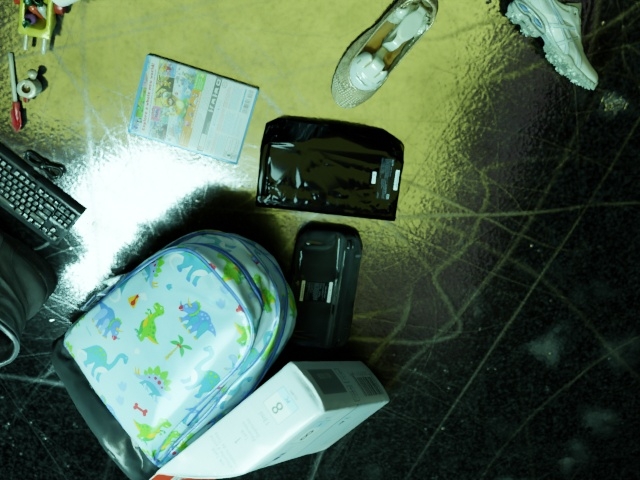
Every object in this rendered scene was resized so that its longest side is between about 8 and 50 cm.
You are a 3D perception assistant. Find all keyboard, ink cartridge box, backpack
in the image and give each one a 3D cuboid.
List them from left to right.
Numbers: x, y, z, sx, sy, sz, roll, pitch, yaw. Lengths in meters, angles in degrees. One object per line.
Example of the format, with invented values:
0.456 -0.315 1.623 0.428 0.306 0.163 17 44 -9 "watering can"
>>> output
-0.439 -0.082 1.207 0.180 0.023 0.108 40 103 -14 "keyboard"
-0.201 0.144 1.182 0.356 0.273 0.290 -37 75 -3 "backpack"
-0.102 0.326 1.212 0.385 0.308 0.091 -42 71 11 "ink cartridge box"

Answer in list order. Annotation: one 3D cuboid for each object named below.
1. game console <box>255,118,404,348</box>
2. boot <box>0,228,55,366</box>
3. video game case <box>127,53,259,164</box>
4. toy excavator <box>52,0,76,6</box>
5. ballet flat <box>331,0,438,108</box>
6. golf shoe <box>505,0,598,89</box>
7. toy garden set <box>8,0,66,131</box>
0.000 0.000 1.240 0.213 0.044 0.361 7 108 -2 "game console"
-0.532 0.016 1.131 0.338 0.222 0.118 37 105 -13 "boot"
-0.186 -0.190 1.182 0.166 0.015 0.119 16 108 -7 "video game case"
-0.422 -0.537 0.928 0.223 0.433 0.445 -22 80 5 "toy excavator"
0.088 -0.269 1.135 0.073 0.067 0.206 34 105 -13 "ballet flat"
0.347 -0.292 1.139 0.086 0.069 0.176 -45 106 6 "golf shoe"
-0.474 -0.265 1.129 0.204 0.049 0.244 12 108 -6 "toy garden set"
